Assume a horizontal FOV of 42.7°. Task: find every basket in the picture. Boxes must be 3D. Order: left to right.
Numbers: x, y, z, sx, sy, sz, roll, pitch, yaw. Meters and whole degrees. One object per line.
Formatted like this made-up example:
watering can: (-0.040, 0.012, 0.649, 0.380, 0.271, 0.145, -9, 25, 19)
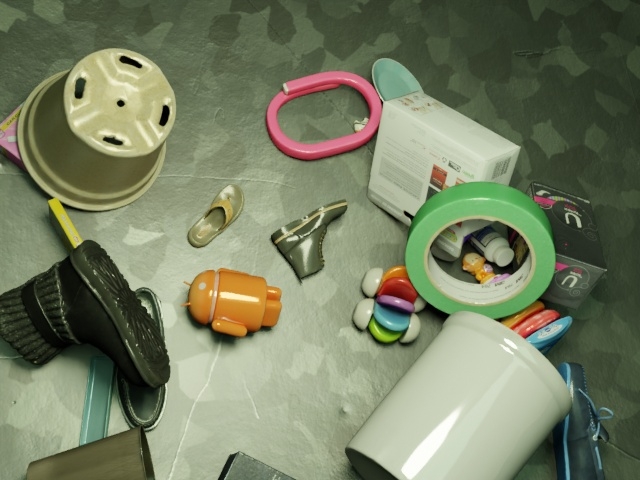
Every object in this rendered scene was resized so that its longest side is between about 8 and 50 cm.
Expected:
basket: (-0.451, 0.480, 1.621, 0.227, 0.204, 0.154, -10, 32, -8)

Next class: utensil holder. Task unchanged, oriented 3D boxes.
utensil holder: (0.286, 0.398, 1.736, 0.327, 0.327, 0.385, 44, 71, 3)

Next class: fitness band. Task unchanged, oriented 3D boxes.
fitness band: (0.010, -0.311, 2.025, 0.291, 0.054, 0.209, -17, 72, -11)

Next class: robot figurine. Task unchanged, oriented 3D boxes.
robot figurine: (-0.197, 0.134, 1.806, 0.219, 0.128, 0.158, 9, 77, -10)

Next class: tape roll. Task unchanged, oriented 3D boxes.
tape roll: (0.348, 0.027, 1.793, 0.321, 0.321, 0.077, 24, 36, -5)

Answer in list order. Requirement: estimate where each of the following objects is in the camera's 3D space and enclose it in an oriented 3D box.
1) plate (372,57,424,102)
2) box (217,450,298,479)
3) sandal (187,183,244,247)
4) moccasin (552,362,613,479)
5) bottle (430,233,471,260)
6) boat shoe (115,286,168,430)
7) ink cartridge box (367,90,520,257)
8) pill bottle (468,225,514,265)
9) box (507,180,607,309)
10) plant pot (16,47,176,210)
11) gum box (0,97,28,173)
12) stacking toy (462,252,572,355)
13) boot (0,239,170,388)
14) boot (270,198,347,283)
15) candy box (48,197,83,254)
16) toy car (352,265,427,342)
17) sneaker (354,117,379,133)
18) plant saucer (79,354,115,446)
plate: (0.197, -0.381, 2.093, 0.188, 0.024, 0.188, 23, 51, -31)
box: (-0.129, 0.511, 1.685, 0.158, 0.156, 0.093, 28, 69, -3)
sandal: (-0.239, -0.059, 1.902, 0.072, 0.049, 0.180, 39, 68, 1)
moccasin: (0.608, 0.455, 1.899, 0.117, 0.138, 0.342, 0, 85, 1)
bottle: (0.347, -0.086, 2.011, 0.092, 0.118, 0.283, 38, 65, -32)
boat shoe: (-0.383, 0.249, 1.744, 0.114, 0.091, 0.302, -5, 73, -14)
ink cartridge box: (0.273, -0.156, 1.907, 0.130, 0.272, 0.309, -23, 48, -37)
pill bottle: (0.417, 0.011, 1.993, 0.067, 0.067, 0.120, -17, 37, -18)
box: (0.559, 0.008, 1.958, 0.165, 0.143, 0.270, 17, 40, -7)
plant pot: (-0.454, -0.251, 1.735, 0.334, 0.305, 0.334, 4, 81, -25)
gum box: (-0.644, -0.259, 1.864, 0.107, 0.062, 0.188, 37, 68, 0)
stacking toy: (0.440, 0.144, 1.959, 0.175, 0.166, 0.302, -23, 64, -22)
boot: (-0.484, 0.199, 1.666, 0.260, 0.131, 0.348, -35, 81, 11)
boot: (0.000, 0.000, 1.934, 0.198, 0.077, 0.137, -29, 85, -7)
candy box: (-0.533, 0.014, 1.779, 0.027, 0.105, 0.206, -28, 81, -26)
toy car: (0.171, 0.143, 1.885, 0.159, 0.136, 0.182, 20, 69, -7)
sneaker: (0.124, -0.297, 2.074, 0.083, 0.032, 0.037, -12, 76, -17)
plant saucer: (-0.465, 0.336, 1.721, 0.067, 0.018, 0.192, -7, 69, 27)
